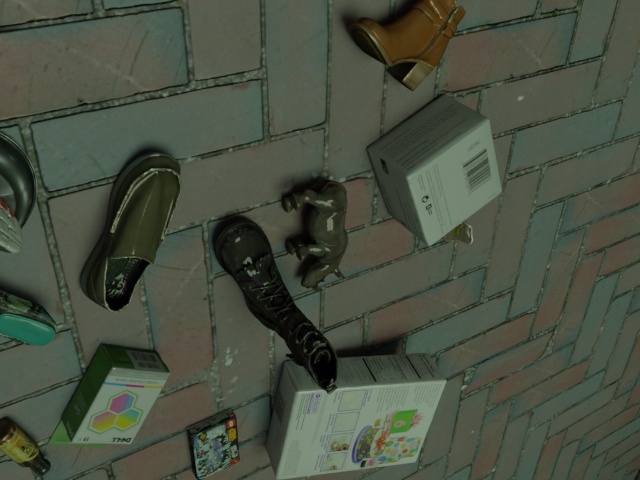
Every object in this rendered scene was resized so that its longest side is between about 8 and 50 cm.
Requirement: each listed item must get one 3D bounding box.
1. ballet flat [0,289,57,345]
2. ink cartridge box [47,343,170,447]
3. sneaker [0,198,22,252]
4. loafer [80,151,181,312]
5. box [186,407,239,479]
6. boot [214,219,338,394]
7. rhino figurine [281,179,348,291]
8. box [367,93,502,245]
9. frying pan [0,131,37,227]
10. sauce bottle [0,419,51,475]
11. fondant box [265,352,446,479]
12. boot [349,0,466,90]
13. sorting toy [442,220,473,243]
[{"bbox_3d":[-0.441,0.087,0.916,0.070,0.070,0.188,-48,132,2],"label":"ballet flat"},{"bbox_3d":[-0.345,0.275,1.122,0.109,0.062,0.209,19,108,-44],"label":"ink cartridge box"},{"bbox_3d":[-0.420,-0.029,0.802,0.065,0.061,0.158,-24,140,15],"label":"sneaker"},{"bbox_3d":[-0.255,-0.004,0.972,0.094,0.087,0.251,10,113,-41],"label":"loafer"},{"bbox_3d":[-0.207,0.398,1.341,0.094,0.027,0.137,-20,130,-26],"label":"box"},{"bbox_3d":[-0.056,0.106,1.100,0.091,0.229,0.263,-34,135,-12],"label":"boot"},{"bbox_3d":[0.000,0.000,1.181,0.106,0.073,0.243,-20,132,-21],"label":"rhino figurine"},{"bbox_3d":[0.204,-0.123,1.212,0.182,0.119,0.181,-36,135,-10],"label":"box"},{"bbox_3d":[-0.436,-0.102,0.799,0.197,0.053,0.326,-15,131,-30],"label":"frying pan"},{"bbox_3d":[-0.469,0.329,1.084,0.042,0.042,0.128,-34,137,-13],"label":"sauce bottle"},{"bbox_3d":[0.070,0.360,1.427,0.330,0.096,0.238,1,120,-22],"label":"fondant box"},{"bbox_3d":[0.136,-0.332,1.049,0.152,0.073,0.197,-54,148,10],"label":"boot"},{"bbox_3d":[0.273,-0.029,1.363,0.045,0.075,0.083,-29,134,-17],"label":"sorting toy"}]
